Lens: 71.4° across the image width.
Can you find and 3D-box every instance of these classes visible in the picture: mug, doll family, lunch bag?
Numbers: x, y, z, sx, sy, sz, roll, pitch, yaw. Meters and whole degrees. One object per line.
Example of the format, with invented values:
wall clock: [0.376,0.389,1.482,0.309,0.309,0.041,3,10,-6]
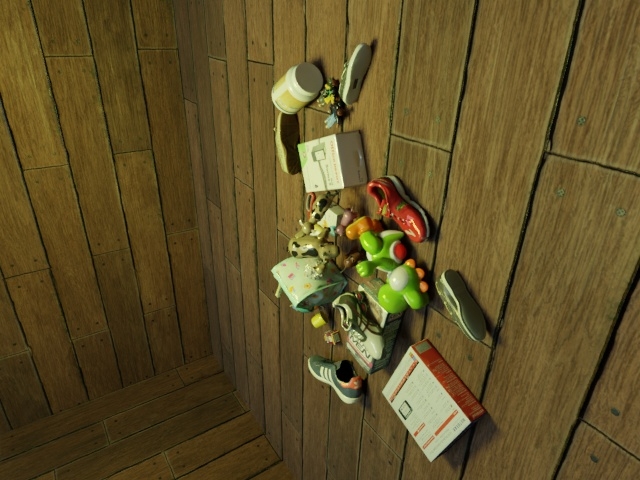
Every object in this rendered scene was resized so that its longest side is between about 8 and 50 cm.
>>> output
mug: [-0.007,-0.044,1.958,0.064,0.062,0.078,31,136,39]
doll family: [0.046,-0.506,1.646,0.111,0.076,0.193,-23,89,55]
lunch bag: [-0.055,0.171,1.935,0.223,0.262,0.160,54,144,29]

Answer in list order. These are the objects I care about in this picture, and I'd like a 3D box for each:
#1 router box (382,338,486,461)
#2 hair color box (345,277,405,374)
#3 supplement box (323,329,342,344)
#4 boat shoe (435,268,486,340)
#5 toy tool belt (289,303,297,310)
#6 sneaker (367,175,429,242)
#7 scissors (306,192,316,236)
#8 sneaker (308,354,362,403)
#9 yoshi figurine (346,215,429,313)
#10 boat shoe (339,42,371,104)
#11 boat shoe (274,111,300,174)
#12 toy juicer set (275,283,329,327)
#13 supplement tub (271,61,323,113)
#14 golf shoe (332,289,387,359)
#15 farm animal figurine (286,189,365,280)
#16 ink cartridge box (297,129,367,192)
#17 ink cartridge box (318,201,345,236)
router box: [0.382,0.568,1.577,0.301,0.082,0.335,52,143,32]
hair color box: [0.208,0.336,1.734,0.174,0.105,0.347,44,137,40]
supplement box: [0.057,0.455,2.098,0.083,0.043,0.055,-16,92,60]
boat shoe: [0.422,0.201,1.349,0.228,0.081,0.069,70,153,22]
toy tool belt: [-0.122,0.349,2.335,0.083,0.051,0.052,20,121,54]
sneaker: [0.244,-0.093,1.459,0.279,0.118,0.107,57,146,27]
scissors: [-0.044,-0.081,2.042,0.109,0.021,0.297,46,140,36]
sneaker: [0.072,0.597,2.075,0.350,0.131,0.148,25,118,45]
yoshi figurine: [0.218,0.105,1.548,0.362,0.203,0.203,57,162,22]
boat shoe: [0.106,-0.569,1.507,0.070,0.078,0.219,55,146,28]
boat shoe: [-0.155,-0.433,1.973,0.089,0.104,0.285,26,126,49]
toy juicer set: [-0.083,0.249,2.056,0.089,0.329,0.209,-36,35,17]
supplement tub: [-0.091,-0.597,1.750,0.199,0.144,0.144,-12,93,60]
golf shoe: [0.139,0.318,1.619,0.273,0.120,0.105,62,145,17]
farm animal figurine: [0.000,0.000,1.708,0.327,0.172,0.330,-18,110,35]
ink cartridge box: [0.041,-0.296,1.702,0.273,0.115,0.198,3,106,58]
ink cartridge box: [0.035,-0.105,1.854,0.181,0.061,0.104,41,136,44]
